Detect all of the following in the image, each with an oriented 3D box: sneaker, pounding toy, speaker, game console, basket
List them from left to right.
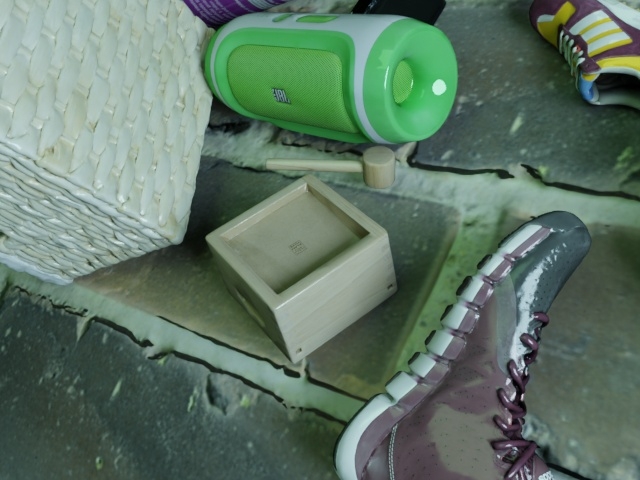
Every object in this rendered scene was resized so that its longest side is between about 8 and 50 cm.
[{"bbox_3d":[-0.320,-0.167,0.805,0.266,0.328,0.331,-14,57,34],"label":"basket"},{"bbox_3d":[-0.001,-0.008,0.697,0.206,0.094,0.181,-33,47,-18],"label":"pounding toy"},{"bbox_3d":[-0.001,-0.183,0.758,0.297,0.131,0.131,20,74,45],"label":"speaker"},{"bbox_3d":[0.074,-0.255,0.846,0.122,0.071,0.107,-58,21,-12],"label":"game console"},{"bbox_3d":[0.150,0.125,0.526,0.281,0.106,0.162,-52,55,7],"label":"sneaker"},{"bbox_3d":[0.256,-0.178,0.651,0.084,0.069,0.185,-44,48,-6],"label":"sneaker"}]

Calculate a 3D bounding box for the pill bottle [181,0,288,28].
[{"bbox_3d":[-0.164,-0.384,0.965,0.302,0.169,0.169,-10,58,26],"label":"pill bottle"}]
